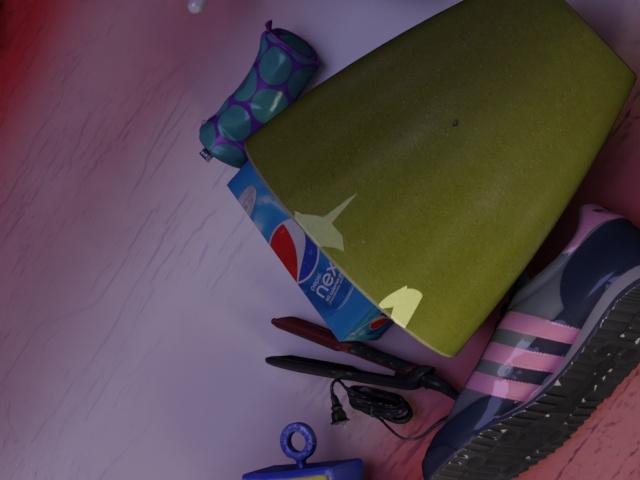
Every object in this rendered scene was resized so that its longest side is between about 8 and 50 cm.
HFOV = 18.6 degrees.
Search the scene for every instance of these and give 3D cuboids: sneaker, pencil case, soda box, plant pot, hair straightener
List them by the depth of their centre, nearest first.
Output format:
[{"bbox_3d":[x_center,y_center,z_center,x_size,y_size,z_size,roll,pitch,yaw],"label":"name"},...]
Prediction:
[{"bbox_3d":[0.130,-0.095,1.754,0.293,0.275,0.275,-45,65,10],"label":"plant pot"},{"bbox_3d":[0.195,0.104,1.794,0.319,0.112,0.131,-47,48,22],"label":"sneaker"},{"bbox_3d":[0.042,0.145,1.929,0.230,0.047,0.089,16,99,30],"label":"hair straightener"},{"bbox_3d":[0.000,0.000,1.936,0.067,0.071,0.210,-48,65,25],"label":"soda box"},{"bbox_3d":[-0.064,-0.144,1.986,0.070,0.064,0.151,37,112,3],"label":"pencil case"}]

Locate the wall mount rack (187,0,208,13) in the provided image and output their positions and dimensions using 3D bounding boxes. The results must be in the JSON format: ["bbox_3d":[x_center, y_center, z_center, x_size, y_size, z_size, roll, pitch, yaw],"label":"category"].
[{"bbox_3d":[-0.168,-0.405,2.024,0.350,0.130,0.304,14,111,35],"label":"wall mount rack"}]

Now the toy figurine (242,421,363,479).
[{"bbox_3d":[-0.004,0.280,1.876,0.362,0.191,0.217,-10,79,33],"label":"toy figurine"}]
